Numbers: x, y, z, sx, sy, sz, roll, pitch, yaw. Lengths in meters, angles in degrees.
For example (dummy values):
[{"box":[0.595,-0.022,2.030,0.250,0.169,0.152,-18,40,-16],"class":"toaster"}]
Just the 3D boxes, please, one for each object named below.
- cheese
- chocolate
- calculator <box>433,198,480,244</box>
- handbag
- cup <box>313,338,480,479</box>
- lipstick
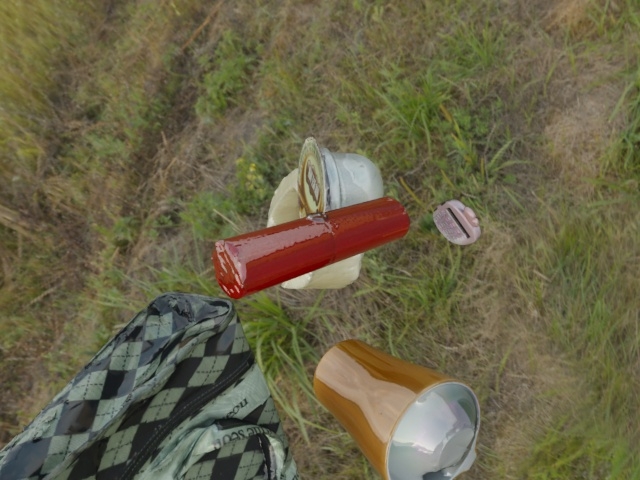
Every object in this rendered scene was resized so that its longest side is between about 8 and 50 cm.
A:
[{"box":[-0.022,-0.015,1.401,0.332,0.153,0.292,142,126,-62],"class":"cheese"},{"box":[0.041,-0.084,1.051,0.147,0.221,0.221,3,58,-16],"class":"chocolate"},{"box":[0.280,-0.037,1.149,0.024,0.166,0.103,-35,90,-14],"class":"calculator"},{"box":[-0.171,0.315,0.662,0.180,0.416,0.317,-2,26,30],"class":"handbag"},{"box":[0.123,0.272,0.892,0.182,0.226,0.264,-56,34,-8],"class":"cup"},{"box":[-0.001,0.000,0.710,0.073,0.279,0.073,22,120,44],"class":"lipstick"}]
